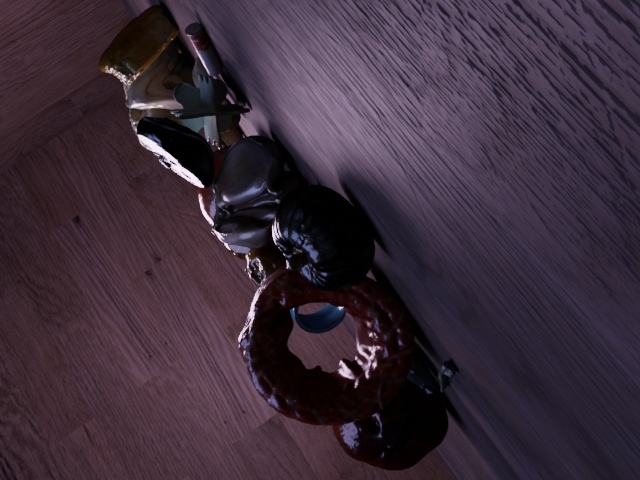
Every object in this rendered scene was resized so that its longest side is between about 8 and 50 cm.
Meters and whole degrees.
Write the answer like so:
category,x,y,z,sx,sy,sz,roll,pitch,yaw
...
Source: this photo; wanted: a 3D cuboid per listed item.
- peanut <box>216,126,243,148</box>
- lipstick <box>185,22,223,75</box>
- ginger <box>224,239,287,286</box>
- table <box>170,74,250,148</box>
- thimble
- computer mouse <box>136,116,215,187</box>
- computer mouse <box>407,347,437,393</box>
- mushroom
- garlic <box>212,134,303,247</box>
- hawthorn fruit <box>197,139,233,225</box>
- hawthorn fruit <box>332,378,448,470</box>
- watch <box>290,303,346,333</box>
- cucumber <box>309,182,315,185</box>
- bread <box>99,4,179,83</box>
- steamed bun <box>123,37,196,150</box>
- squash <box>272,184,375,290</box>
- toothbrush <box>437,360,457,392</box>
category,x,y,z,sx,sy,sz,roll,pitch,yaw
peanut,-0.306,-0.347,2.335,0.214,0.090,0.098,56,163,3
lipstick,-0.255,-0.419,1.699,0.038,0.038,0.130,52,174,33
ginger,-0.140,-0.021,2.204,0.357,0.274,0.152,50,139,25
table,-0.264,-0.307,1.835,0.166,0.167,0.198,58,173,-22
thimble,0.007,0.209,1.589,0.350,0.350,0.230,56,179,-3
computer mouse,-0.318,-0.213,1.768,0.137,0.096,0.233,21,162,32
computer mouse,0.192,0.265,1.749,0.113,0.068,0.229,36,179,-44
mushroom,-0.279,-0.385,2.018,0.209,0.071,0.084,58,170,10
garlic,-0.147,-0.102,1.725,0.292,0.237,0.210,-20,120,45
hawthorn fruit,-0.210,-0.141,2.003,0.235,0.231,0.262,-5,123,38
hawthorn fruit,0.165,0.422,1.906,0.295,0.295,0.311,55,180,10
watch,-0.004,0.136,2.023,0.211,0.193,0.211,53,174,7
cucumber,-0.006,-0.077,1.582,0.037,0.037,0.155,54,175,21
bread,-0.504,-0.540,2.135,0.121,0.245,0.174,47,178,-15
steamed bun,-0.489,-0.479,2.409,0.339,0.247,0.352,101,160,-68
squash,0.004,-0.003,1.328,0.193,0.155,0.193,30,174,3
toothbrush,0.245,0.271,1.523,0.028,0.026,0.294,39,170,15
